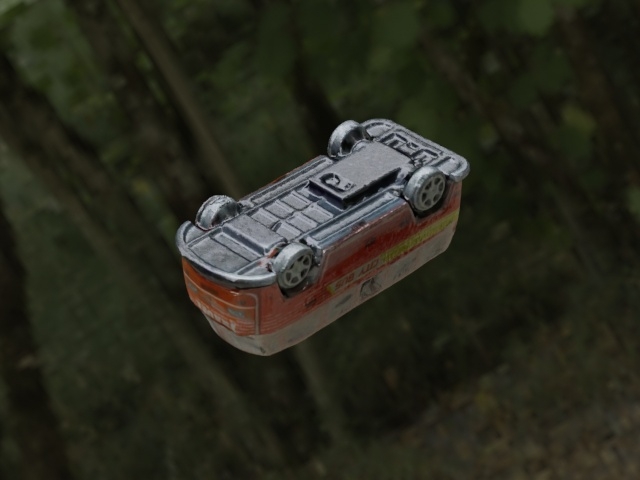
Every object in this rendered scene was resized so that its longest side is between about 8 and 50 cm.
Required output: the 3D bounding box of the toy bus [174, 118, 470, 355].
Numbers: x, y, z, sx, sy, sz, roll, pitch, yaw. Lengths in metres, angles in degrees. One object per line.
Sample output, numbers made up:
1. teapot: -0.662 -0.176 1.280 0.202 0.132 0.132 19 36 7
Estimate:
1. toy bus: 0.000 0.000 1.105 0.174 0.077 0.079 -31 47 -33
